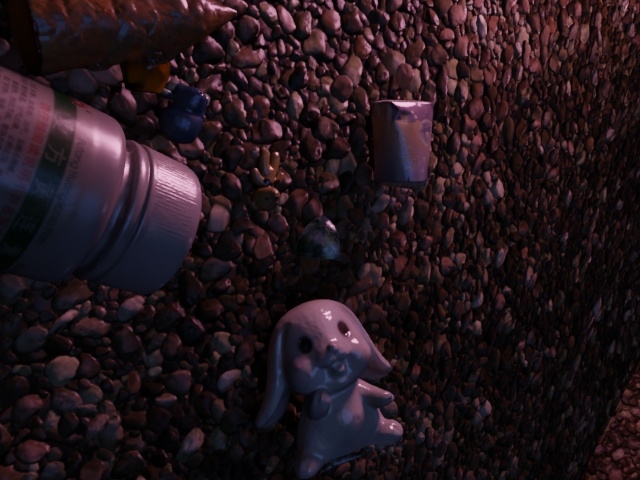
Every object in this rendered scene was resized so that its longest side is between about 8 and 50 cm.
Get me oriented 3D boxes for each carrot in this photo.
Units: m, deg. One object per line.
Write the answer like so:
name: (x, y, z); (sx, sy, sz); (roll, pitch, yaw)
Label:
carrot: (-0.216, -0.253, 0.682); (0.263, 0.102, 0.102); (-19, 113, -30)
carrot: (-0.214, -0.322, 0.758); (0.070, 0.070, 0.260); (5, 98, -39)

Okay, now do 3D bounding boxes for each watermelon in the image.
watermelon: (0.000, 0.000, 1.034); (0.085, 0.085, 0.061); (-49, 166, -17)

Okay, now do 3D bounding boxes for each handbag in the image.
handbag: (0.153, -0.167, 1.073); (0.117, 0.095, 0.173); (-8, 103, -33)

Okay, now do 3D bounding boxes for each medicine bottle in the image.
medicine bottle: (-0.320, -0.065, 0.655); (0.339, 0.208, 0.208); (24, 87, -39)

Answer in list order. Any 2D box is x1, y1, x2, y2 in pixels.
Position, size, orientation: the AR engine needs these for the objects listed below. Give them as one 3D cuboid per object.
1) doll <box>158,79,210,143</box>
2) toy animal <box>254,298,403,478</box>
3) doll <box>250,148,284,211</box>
doll: (-0.194, -0.180, 0.828); (0.076, 0.050, 0.083); (21, 90, -35)
toy animal: (0.022, 0.247, 1.033); (0.249, 0.174, 0.290); (7, 99, -27)
doll: (-0.088, -0.095, 0.947); (0.061, 0.051, 0.093); (5, 70, -38)
